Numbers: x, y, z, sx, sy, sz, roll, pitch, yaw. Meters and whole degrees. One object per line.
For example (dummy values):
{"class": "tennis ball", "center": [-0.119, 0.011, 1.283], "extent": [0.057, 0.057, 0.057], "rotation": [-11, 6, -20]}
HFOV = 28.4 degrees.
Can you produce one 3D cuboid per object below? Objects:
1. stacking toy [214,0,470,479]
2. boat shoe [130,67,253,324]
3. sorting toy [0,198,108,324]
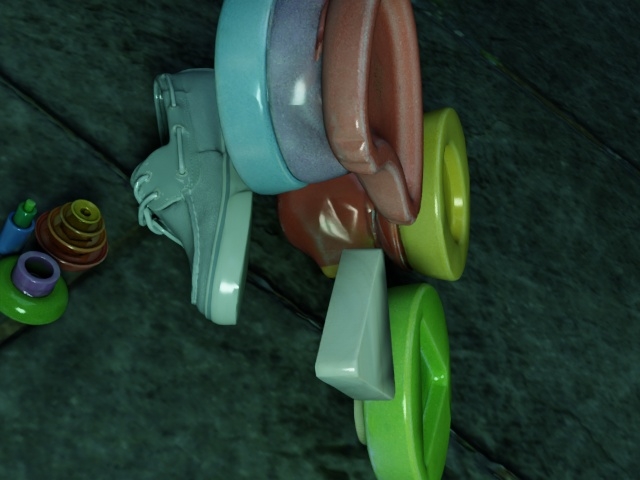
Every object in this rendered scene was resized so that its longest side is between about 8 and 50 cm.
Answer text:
{"class": "stacking toy", "center": [0.000, 0.000, 0.782], "extent": [0.130, 0.309, 0.279], "rotation": [-1, 64, 17]}
{"class": "boat shoe", "center": [-0.088, -0.034, 0.860], "extent": [0.081, 0.079, 0.227], "rotation": [1, 46, -7]}
{"class": "sorting toy", "center": [-0.165, 0.003, 0.773], "extent": [0.061, 0.042, 0.102], "rotation": [33, 37, -3]}
